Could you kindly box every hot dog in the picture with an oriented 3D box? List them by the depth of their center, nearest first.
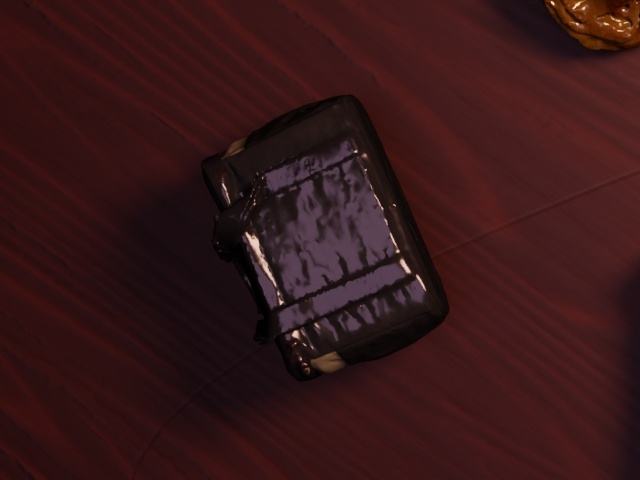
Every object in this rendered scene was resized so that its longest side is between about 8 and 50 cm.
[{"bbox_3d":[0.267,-0.293,1.616,0.160,0.099,0.227,-24,86,14],"label":"hot dog"}]

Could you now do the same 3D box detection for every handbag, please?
[{"bbox_3d":[0.000,0.000,1.661,0.181,0.181,0.254,-23,87,7],"label":"handbag"}]
